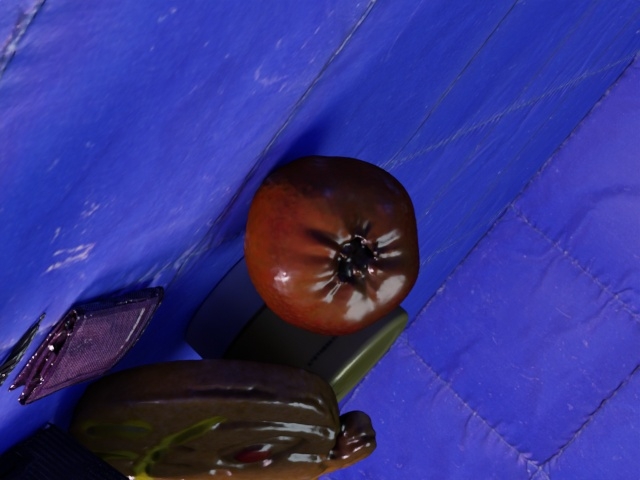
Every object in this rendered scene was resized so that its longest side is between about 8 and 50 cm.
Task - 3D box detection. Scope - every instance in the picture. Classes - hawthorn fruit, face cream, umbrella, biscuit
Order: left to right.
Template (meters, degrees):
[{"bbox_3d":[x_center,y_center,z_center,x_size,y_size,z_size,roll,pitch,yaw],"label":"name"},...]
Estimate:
[{"bbox_3d":[-0.276,0.122,1.114,0.149,0.022,0.022,-48,-164,8],"label":"umbrella"},{"bbox_3d":[-0.111,0.237,1.465,0.394,0.351,0.070,92,-3,-62],"label":"biscuit"},{"bbox_3d":[-0.027,0.109,1.594,0.218,0.179,0.218,-45,169,-11],"label":"face cream"},{"bbox_3d":[0.000,0.000,1.378,0.196,0.196,0.225,-45,-161,-7],"label":"hawthorn fruit"}]

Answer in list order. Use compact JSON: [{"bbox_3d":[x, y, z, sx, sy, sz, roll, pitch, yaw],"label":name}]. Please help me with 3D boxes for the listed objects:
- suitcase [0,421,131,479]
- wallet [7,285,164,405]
[{"bbox_3d":[-0.233,0.359,1.279,0.230,0.335,0.152,-32,146,-52],"label":"suitcase"},{"bbox_3d":[-0.214,0.096,1.228,0.111,0.030,0.166,-49,168,19],"label":"wallet"}]
